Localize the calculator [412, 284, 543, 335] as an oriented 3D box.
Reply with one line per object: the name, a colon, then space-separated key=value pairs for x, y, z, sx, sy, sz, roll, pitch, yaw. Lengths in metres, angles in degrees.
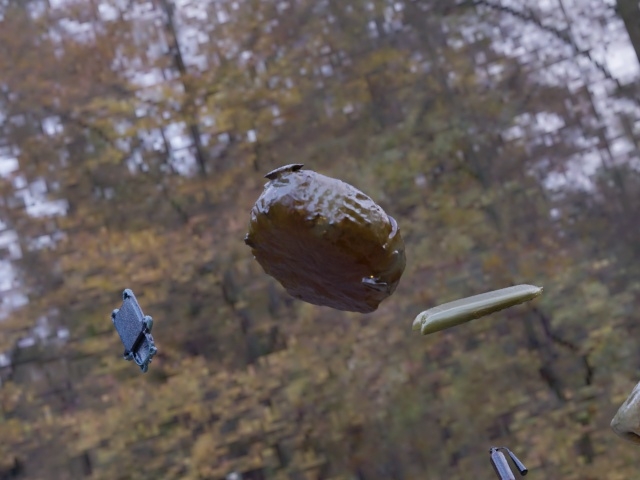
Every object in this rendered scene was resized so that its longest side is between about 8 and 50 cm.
calculator: x=0.276 y=0.114 z=2.549 sx=0.237 sy=0.033 sz=0.157 roll=-16 pitch=1 yaw=-5

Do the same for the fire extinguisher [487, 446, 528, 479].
fire extinguisher: x=0.291 y=0.347 z=2.275 sx=0.046 sy=0.100 sz=0.032 roll=-30 pitch=-56 yaw=6

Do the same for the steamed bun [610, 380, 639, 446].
steamed bun: x=0.523 y=0.256 z=2.134 sx=0.140 sy=0.155 sz=0.172 roll=-57 pitch=-13 yaw=-4

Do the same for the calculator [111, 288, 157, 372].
calculator: x=-0.300 y=0.147 z=2.363 sx=0.019 sy=0.141 sz=0.094 roll=6 pitch=-51 yaw=-39

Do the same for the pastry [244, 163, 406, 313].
pastry: x=0.000 y=0.000 z=1.862 sx=0.218 sy=0.100 sz=0.229 roll=-6 pitch=-43 yaw=46
